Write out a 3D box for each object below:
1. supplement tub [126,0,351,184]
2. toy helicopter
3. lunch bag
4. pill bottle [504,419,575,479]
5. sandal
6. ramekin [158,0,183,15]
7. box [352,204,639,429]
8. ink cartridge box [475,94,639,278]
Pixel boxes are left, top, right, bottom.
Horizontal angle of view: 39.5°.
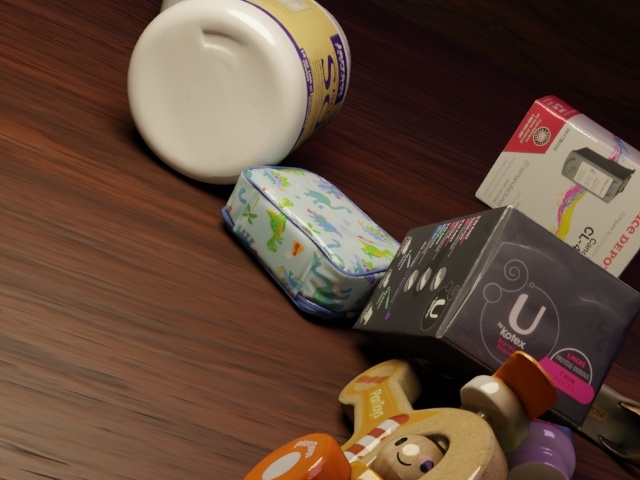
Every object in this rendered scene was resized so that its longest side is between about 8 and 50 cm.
[{"bbox_3d":[-0.095,-0.229,1.247,0.241,0.241,0.331,32,25,4],"label":"supplement tub"},{"bbox_3d":[0.073,0.159,0.745,0.140,0.235,0.355,58,5,-7],"label":"toy helicopter"},{"bbox_3d":[0.000,0.000,1.096,0.219,0.090,0.176,44,28,27],"label":"lunch bag"},{"bbox_3d":[0.222,0.212,0.940,0.087,0.087,0.160,28,24,-4],"label":"pill bottle"},{"bbox_3d":[0.383,0.229,1.080,0.219,0.090,0.060,27,14,1],"label":"sandal"},{"bbox_3d":[-0.170,-0.400,1.629,0.273,0.127,0.273,25,24,-12],"label":"ramekin"},{"bbox_3d":[0.165,0.076,0.905,0.165,0.143,0.270,33,-11,-9],"label":"box"},{"bbox_3d":[0.478,-0.092,1.645,0.306,0.226,0.131,38,26,19],"label":"ink cartridge box"}]
